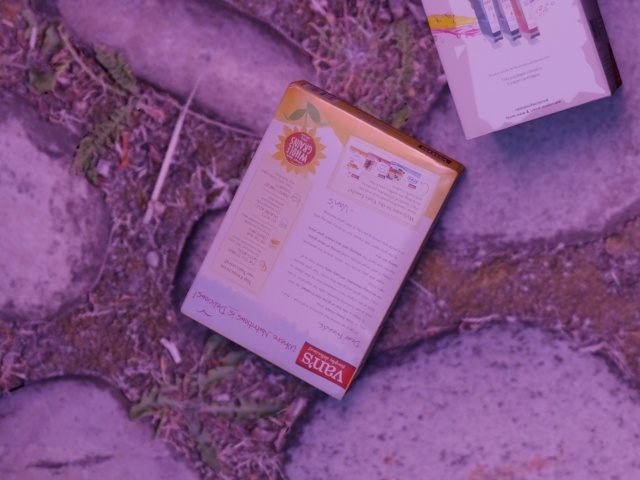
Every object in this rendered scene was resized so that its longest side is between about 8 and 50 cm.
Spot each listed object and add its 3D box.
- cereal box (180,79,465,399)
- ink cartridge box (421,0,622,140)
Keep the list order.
[{"bbox_3d":[0.000,0.000,1.599,0.173,0.047,0.240,29,106,8],"label":"cereal box"},{"bbox_3d":[0.162,-0.189,1.481,0.127,0.128,0.176,-16,95,17],"label":"ink cartridge box"}]
